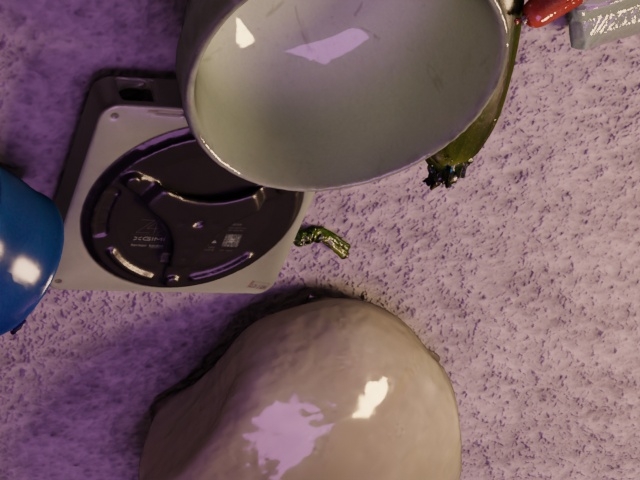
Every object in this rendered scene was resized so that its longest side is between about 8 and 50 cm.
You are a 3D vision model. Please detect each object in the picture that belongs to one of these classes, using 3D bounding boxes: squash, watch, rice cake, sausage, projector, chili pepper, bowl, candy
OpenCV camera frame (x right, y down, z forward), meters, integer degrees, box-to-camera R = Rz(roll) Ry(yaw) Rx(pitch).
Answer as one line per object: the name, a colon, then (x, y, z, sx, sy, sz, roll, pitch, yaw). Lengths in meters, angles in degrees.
squash: (0.151, -0.173, 1.946, 0.087, 0.087, 0.331, -6, 135, -16)
watch: (-0.356, 0.018, 1.870, 0.200, 0.196, 0.171, -29, 148, 20)
rice cake: (0.357, -0.256, 1.970, 0.221, 0.042, 0.080, -15, 133, -5)
sausage: (0.290, -0.267, 1.892, 0.253, 0.034, 0.034, -31, 141, -18)
projector: (-0.133, -0.045, 1.971, 0.257, 0.079, 0.259, 2, 135, -24)
chili pepper: (0.000, 0.000, 2.113, 0.083, 0.022, 0.027, 14, 126, -38)
bowl: (0.007, -0.199, 1.802, 0.307, 0.163, 0.307, -12, 138, -11)
candy: (0.000, 0.261, 2.277, 0.386, 0.186, 0.427, -40, 139, 15)
